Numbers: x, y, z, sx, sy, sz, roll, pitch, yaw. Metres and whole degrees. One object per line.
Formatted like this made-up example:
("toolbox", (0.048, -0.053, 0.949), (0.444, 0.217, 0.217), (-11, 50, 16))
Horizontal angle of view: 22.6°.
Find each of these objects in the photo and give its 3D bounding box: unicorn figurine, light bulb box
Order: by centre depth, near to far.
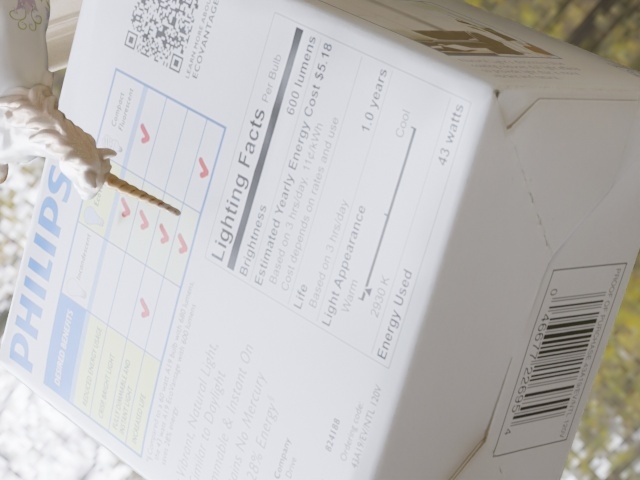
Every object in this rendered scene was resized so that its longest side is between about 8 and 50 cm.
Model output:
("unicorn figurine", (-0.136, -0.064, 0.726), (0.060, 0.111, 0.162), (-12, -102, -34))
("light bulb box", (0.000, 0.000, 1.106), (0.361, 0.358, 0.225), (30, -158, 37))

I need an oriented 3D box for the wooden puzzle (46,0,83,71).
("wooden puzzle", (-0.278, -0.222, 1.255), (0.239, 0.221, 0.044), (62, -163, -45))
